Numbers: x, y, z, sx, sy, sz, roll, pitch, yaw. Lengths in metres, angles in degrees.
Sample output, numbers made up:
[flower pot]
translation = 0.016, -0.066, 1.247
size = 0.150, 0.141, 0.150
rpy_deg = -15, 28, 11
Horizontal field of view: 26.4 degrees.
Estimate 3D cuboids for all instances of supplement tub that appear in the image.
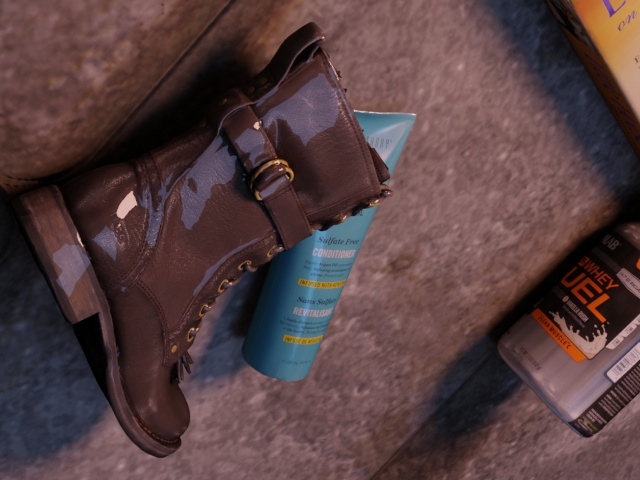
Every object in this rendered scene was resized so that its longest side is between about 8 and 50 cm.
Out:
[supplement tub]
translation = 0.254, 0.066, 1.165
size = 0.190, 0.117, 0.117
rpy_deg = -45, 141, 4

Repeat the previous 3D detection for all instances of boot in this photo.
[boot]
translation = -0.054, 0.010, 0.875
size = 0.229, 0.091, 0.263
rpy_deg = -27, 137, -11

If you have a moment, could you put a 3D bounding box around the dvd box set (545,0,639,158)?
[dvd box set]
translation = 0.346, -0.191, 1.045
size = 0.307, 0.062, 0.420
rpy_deg = -44, 141, 4

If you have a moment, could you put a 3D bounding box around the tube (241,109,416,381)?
[tube]
translation = 0.000, 0.000, 0.957
size = 0.080, 0.052, 0.207
rpy_deg = -1, 121, -40
